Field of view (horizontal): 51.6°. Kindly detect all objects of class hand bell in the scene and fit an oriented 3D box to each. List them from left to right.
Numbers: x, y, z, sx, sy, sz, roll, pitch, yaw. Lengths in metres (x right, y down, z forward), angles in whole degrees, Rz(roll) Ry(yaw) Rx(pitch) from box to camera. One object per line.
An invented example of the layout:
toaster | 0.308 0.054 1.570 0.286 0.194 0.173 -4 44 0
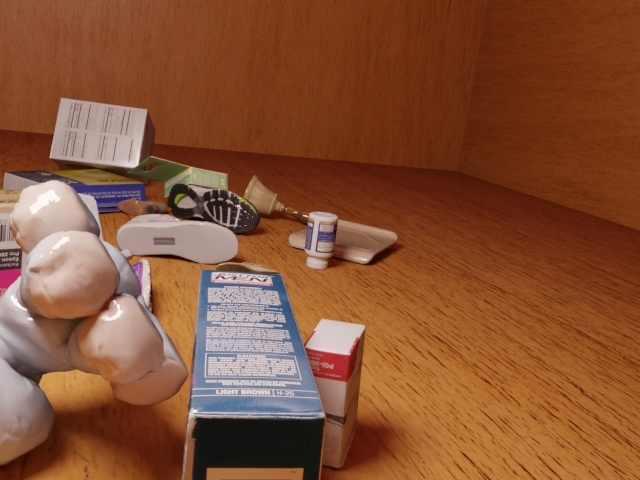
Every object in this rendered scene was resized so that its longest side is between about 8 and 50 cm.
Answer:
hand bell | -0.097 -0.086 1.895 0.241 0.126 0.126 21 14 2

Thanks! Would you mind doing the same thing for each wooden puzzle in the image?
wooden puzzle | 0.062 0.004 1.692 0.220 0.044 0.238 13 19 20

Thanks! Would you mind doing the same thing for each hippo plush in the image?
hippo plush | -0.303 0.082 0.664 0.236 0.234 0.294 -31 46 -10

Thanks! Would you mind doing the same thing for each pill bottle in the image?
pill bottle | 0.000 0.000 1.483 0.067 0.120 0.067 8 13 -2

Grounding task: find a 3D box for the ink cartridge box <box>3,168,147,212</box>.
ink cartridge box | -0.650 -0.141 1.823 0.307 0.072 0.303 14 13 34

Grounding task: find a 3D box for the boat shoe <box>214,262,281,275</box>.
boat shoe | -0.144 0.068 1.286 0.135 0.050 0.045 13 7 -23

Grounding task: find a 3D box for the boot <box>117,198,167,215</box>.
boot | -0.472 -0.089 1.777 0.118 0.042 0.087 9 7 2

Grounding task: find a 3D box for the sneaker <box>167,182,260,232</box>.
sneaker | -0.267 -0.093 1.763 0.299 0.111 0.121 20 14 34

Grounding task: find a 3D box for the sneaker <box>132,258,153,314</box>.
sneaker | -0.317 0.078 1.105 0.071 0.068 0.170 -2 16 -14

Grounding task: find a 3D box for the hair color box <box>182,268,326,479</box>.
hair color box | -0.077 0.162 0.652 0.105 0.174 0.347 4 13 -9

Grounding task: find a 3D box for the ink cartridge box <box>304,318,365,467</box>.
ink cartridge box | 0.011 0.170 0.751 0.056 0.135 0.099 7 13 12

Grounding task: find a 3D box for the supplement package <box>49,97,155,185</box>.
supplement package | -0.677 -0.306 2.089 0.262 0.198 0.199 7 -11 -5

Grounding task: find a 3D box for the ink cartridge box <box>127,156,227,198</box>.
ink cartridge box | -0.403 -0.165 1.862 0.235 0.056 0.171 9 -17 -37

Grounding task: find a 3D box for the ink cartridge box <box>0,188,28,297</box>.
ink cartridge box | -0.498 0.031 0.915 0.234 0.194 0.088 -5 21 -41

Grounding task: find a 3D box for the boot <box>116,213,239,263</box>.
boot | -0.300 -0.017 1.433 0.258 0.095 0.123 6 20 -2
